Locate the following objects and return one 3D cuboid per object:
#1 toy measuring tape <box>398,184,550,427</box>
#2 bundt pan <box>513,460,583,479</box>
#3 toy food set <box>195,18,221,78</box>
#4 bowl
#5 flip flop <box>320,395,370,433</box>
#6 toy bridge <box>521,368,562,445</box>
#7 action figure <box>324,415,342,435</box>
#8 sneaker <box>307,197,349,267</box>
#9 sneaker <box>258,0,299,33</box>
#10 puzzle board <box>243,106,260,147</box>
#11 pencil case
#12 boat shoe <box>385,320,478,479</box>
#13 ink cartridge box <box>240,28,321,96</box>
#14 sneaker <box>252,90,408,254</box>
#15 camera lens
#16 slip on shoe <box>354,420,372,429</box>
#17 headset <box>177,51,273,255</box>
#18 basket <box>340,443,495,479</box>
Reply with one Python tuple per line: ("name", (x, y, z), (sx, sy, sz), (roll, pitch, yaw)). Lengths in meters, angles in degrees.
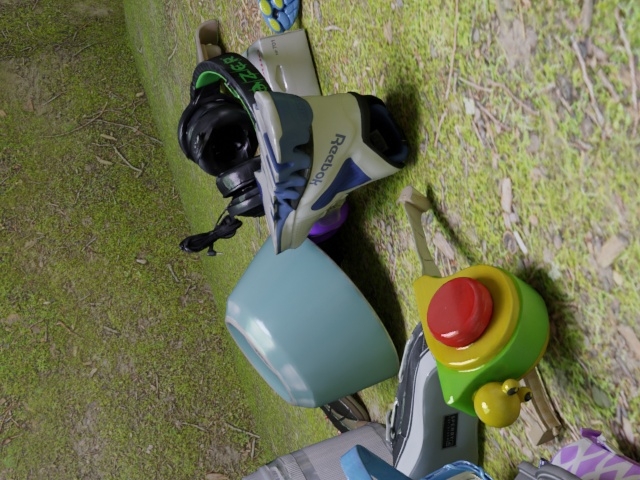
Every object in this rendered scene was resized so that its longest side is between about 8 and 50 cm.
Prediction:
("toy measuring tape", (0.158, 0.039, 0.763), (0.121, 0.121, 0.330), (91, 174, -46))
("bundt pan", (0.228, 0.331, 0.536), (0.331, 0.124, 0.331), (47, 165, 16))
("toy food set", (-0.225, -0.320, 1.699), (0.220, 0.092, 0.306), (108, 150, -64))
("bowl", (-0.037, 0.147, 1.183), (0.311, 0.163, 0.311), (46, 163, 18))
("flip flop", (0.016, 0.275, 1.472), (0.277, 0.080, 0.112), (43, 144, 33))
("toy bridge", (0.202, 0.129, 0.794), (0.063, 0.026, 0.188), (94, 154, -47))
("action figure", (0.025, 0.376, 1.607), (0.038, 0.030, 0.115), (100, 148, -46))
("sneaker", (0.001, 0.000, 1.230), (0.146, 0.102, 0.293), (68, 167, -3))
("sneaker", (-0.076, -0.418, 1.152), (0.078, 0.067, 0.188), (-27, -80, -86))
("puzzle board", (-0.115, -0.234, 1.376), (0.128, 0.011, 0.096), (-80, -27, -54))
("pencil case", (0.266, 0.218, 0.578), (0.088, 0.086, 0.206), (-69, 19, -3))
("boat shoe", (0.137, 0.240, 0.963), (0.105, 0.113, 0.306), (-119, 23, -57))
("ink cartridge box", (-0.071, -0.259, 1.225), (0.190, 0.082, 0.140), (-169, 63, -71))
("sneaker", (0.014, -0.088, 0.944), (0.315, 0.182, 0.127), (102, 155, -66))
("camera lens", (0.031, 0.437, 1.201), (0.219, 0.274, 0.219), (164, 90, -74))
("slip on shoe", (0.087, 0.399, 1.362), (0.041, 0.051, 0.135), (3, 108, 43))
("headset", (-0.158, -0.120, 1.217), (0.243, 0.185, 0.394), (52, 154, 23))
("basket", (0.144, 0.363, 0.812), (0.289, 0.201, 0.255), (38, -165, -46))
